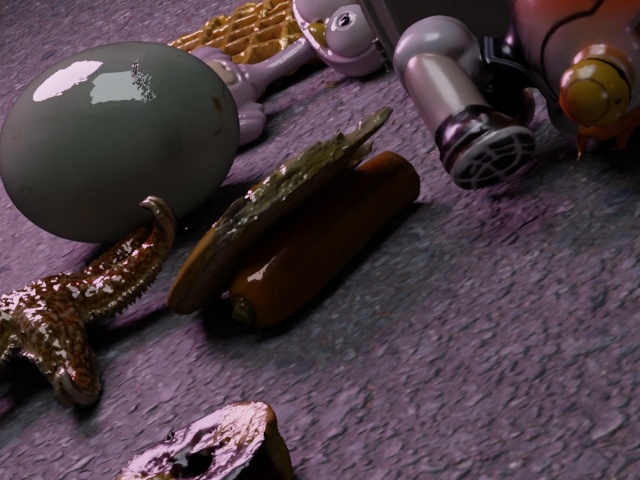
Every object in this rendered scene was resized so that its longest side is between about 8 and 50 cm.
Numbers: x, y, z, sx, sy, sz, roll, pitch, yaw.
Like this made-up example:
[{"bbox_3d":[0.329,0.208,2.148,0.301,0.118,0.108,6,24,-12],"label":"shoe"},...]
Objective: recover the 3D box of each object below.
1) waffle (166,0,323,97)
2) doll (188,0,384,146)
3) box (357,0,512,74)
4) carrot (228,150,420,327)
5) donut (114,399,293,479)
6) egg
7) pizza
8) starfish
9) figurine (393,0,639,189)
[{"bbox_3d":[-0.103,-0.232,2.310,0.329,0.062,0.329,-24,22,11],"label":"waffle"},{"bbox_3d":[-0.049,-0.201,2.104,0.365,0.094,0.160,-33,48,2],"label":"doll"},{"bbox_3d":[0.110,-0.259,1.910,0.148,0.210,0.129,-29,29,-3],"label":"box"},{"bbox_3d":[0.000,0.000,1.642,0.067,0.067,0.225,-3,31,49],"label":"carrot"},{"bbox_3d":[-0.085,0.175,1.352,0.140,0.059,0.140,-25,21,11],"label":"donut"},{"bbox_3d":[-0.210,-0.101,1.941,0.282,0.203,0.203,-16,24,36],"label":"egg"},{"bbox_3d":[-0.038,-0.032,1.650,0.262,0.034,0.181,-42,-9,-6],"label":"pizza"},{"bbox_3d":[-0.248,0.064,1.751,0.303,0.113,0.312,-26,18,6],"label":"starfish"},{"bbox_3d":[0.228,-0.183,1.601,0.323,0.196,0.320,-32,10,10],"label":"figurine"}]
